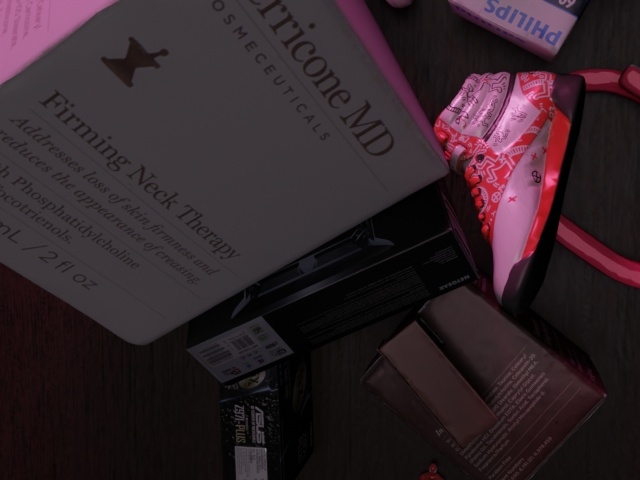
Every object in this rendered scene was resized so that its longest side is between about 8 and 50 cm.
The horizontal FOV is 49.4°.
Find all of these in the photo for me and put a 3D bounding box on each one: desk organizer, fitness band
[{"bbox_3d":[0.120,0.141,0.705,0.050,0.047,0.130,-41,85,13],"label":"desk organizer"},{"bbox_3d":[0.351,-0.072,0.800,0.290,0.054,0.209,38,106,9],"label":"fitness band"}]

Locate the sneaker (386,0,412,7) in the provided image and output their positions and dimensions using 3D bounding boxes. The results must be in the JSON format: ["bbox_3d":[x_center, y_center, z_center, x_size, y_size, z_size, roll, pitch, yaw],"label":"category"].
[{"bbox_3d":[0.039,-0.359,0.842,0.094,0.080,0.212,-30,80,27],"label":"sneaker"}]

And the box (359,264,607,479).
[{"bbox_3d":[0.184,0.148,0.801,0.203,0.168,0.167,40,104,7],"label":"box"}]

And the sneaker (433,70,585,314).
[{"bbox_3d":[0.187,-0.060,0.756,0.144,0.090,0.270,12,77,26],"label":"sneaker"}]

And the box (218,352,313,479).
[{"bbox_3d":[-0.065,0.209,0.882,0.077,0.147,0.180,-1,95,14],"label":"box"}]

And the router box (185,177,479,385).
[{"bbox_3d":[0.000,0.000,0.798,0.308,0.243,0.081,-25,128,16],"label":"router box"}]

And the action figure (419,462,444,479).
[{"bbox_3d":[0.143,0.345,0.906,0.038,0.030,0.115,6,95,18],"label":"action figure"}]

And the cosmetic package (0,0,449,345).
[{"bbox_3d":[-0.148,-0.166,0.709,0.393,0.329,0.328,-30,46,16],"label":"cosmetic package"}]

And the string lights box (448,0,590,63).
[{"bbox_3d":[0.259,-0.339,0.737,0.133,0.077,0.260,31,104,10],"label":"string lights box"}]
